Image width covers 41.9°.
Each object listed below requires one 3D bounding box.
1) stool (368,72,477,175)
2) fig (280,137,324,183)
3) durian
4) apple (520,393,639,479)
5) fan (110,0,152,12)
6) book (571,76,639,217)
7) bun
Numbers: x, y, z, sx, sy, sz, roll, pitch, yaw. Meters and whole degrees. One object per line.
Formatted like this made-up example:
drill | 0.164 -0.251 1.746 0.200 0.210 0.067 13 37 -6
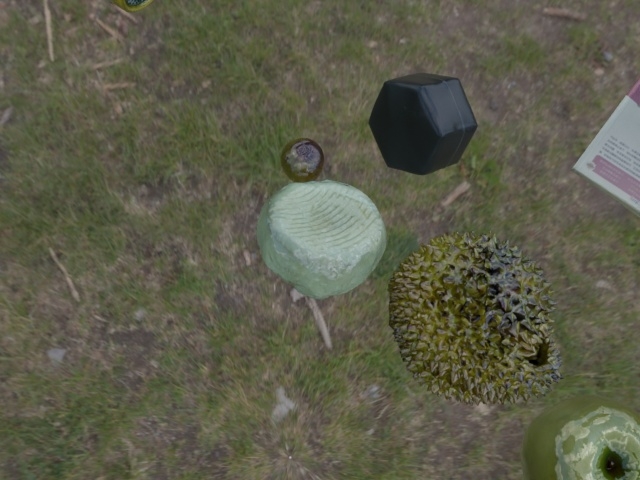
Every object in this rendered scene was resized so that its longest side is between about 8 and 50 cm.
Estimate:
stool | 0.229 -0.267 1.888 0.141 0.232 0.232 -22 76 -36
fig | -0.032 -0.131 1.461 0.082 0.098 0.084 -34 68 -22
durian | 0.242 0.124 1.283 0.258 0.258 0.293 -28 96 -9
apple | 0.514 0.432 1.586 0.279 0.279 0.279 1 75 -2
fan | -0.134 -0.242 0.692 0.039 0.082 0.155 34 36 5
book | 0.555 -0.162 1.404 0.162 0.022 0.232 36 83 11
bun | 0.000 0.000 1.238 0.195 0.118 0.195 7 47 -8
